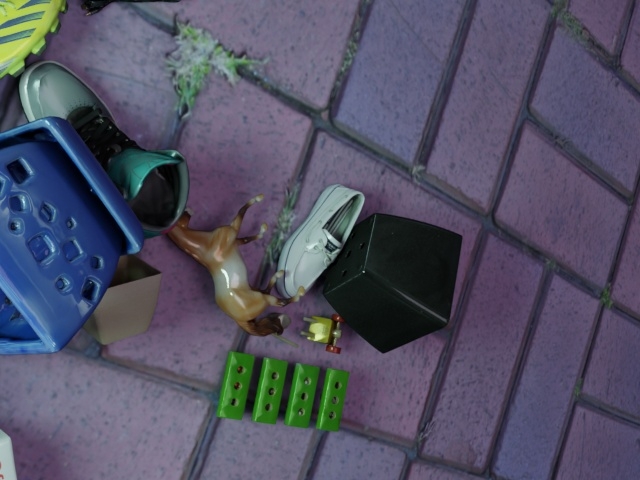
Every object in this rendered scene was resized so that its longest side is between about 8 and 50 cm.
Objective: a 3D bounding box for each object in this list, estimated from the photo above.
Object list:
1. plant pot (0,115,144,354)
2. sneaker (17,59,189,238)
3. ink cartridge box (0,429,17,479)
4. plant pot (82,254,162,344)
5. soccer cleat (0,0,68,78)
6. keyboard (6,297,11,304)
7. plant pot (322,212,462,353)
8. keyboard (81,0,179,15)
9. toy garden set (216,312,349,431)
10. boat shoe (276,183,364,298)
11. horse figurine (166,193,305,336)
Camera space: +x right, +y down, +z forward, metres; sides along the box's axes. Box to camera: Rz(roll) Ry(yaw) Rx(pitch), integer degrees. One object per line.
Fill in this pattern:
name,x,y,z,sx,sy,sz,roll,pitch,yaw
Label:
plant pot,-0.376,-0.013,1.072,0.212,0.236,0.236,-51,119,-36
sneaker,-0.280,-0.116,1.174,0.124,0.178,0.295,-47,122,-25
ink cartridge box,-0.522,0.361,1.078,0.273,0.115,0.198,-13,104,-38
plant pot,-0.299,0.085,1.240,0.109,0.109,0.096,-16,119,-37
soccer cleat,-0.435,-0.246,1.090,0.121,0.093,0.289,46,67,-26
keyboard,-0.513,0.051,1.112,0.256,0.014,0.072,4,93,-39
plant pot,0.113,0.061,1.504,0.167,0.187,0.188,28,55,-22
keyboard,-0.267,-0.430,1.243,0.317,0.033,0.201,-14,104,-37
toy garden set,-0.059,0.212,1.483,0.244,0.049,0.203,16,81,-35
boat shoe,0.000,0.000,1.485,0.083,0.076,0.226,35,74,-36
horse figurine,-0.126,0.048,1.371,0.175,0.066,0.263,-29,101,-39
